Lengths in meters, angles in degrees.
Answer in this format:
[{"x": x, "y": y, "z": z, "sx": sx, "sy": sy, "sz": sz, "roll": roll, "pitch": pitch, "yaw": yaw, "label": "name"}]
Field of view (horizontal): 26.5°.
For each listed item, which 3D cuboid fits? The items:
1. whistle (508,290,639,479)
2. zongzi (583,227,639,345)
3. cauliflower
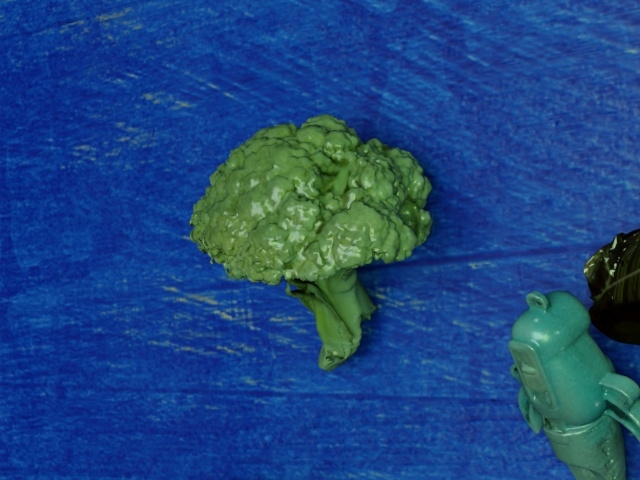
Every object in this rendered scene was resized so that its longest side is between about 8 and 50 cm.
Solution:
[{"x": 0.269, "y": 0.169, "z": 1.451, "sx": 0.186, "sy": 0.093, "sz": 0.274, "roll": 10, "pitch": 130, "yaw": 51, "label": "whistle"}, {"x": 0.408, "y": -0.046, "z": 1.373, "sx": 0.289, "sy": 0.154, "sz": 0.317, "roll": 1, "pitch": 83, "yaw": 45, "label": "zongzi"}, {"x": 0.006, "y": -0.021, "z": 1.617, "sx": 0.260, "sy": 0.281, "sz": 0.327, "roll": -44, "pitch": 40, "yaw": 3, "label": "cauliflower"}]
